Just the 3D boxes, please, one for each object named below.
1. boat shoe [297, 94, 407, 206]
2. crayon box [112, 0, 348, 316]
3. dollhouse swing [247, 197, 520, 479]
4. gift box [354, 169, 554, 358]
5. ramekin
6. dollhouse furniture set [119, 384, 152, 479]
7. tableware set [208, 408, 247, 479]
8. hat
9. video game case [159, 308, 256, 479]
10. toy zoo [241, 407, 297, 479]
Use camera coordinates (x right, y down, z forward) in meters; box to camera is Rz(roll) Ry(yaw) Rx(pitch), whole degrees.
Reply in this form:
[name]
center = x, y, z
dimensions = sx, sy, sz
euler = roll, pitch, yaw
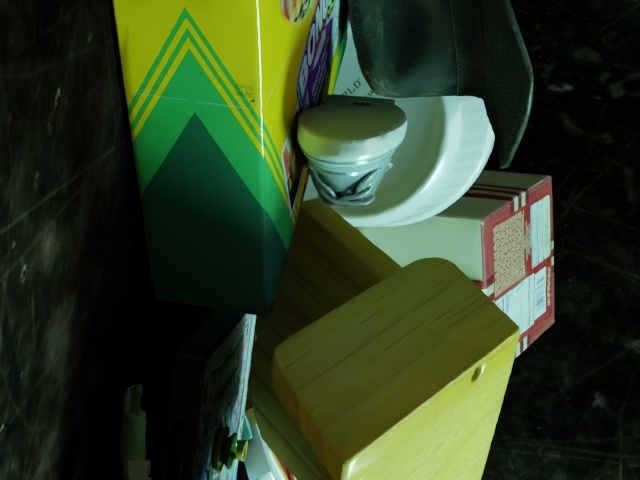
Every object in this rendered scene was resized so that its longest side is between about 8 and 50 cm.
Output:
[boat shoe]
center = 0.027, -0.066, 0.913
dimensions = 0.227, 0.079, 0.081
euler = -65, 158, -76
[crayon box]
center = -0.049, -0.180, 0.918
dimensions = 0.313, 0.106, 0.363
euler = 93, 8, -47
[dollhouse swing]
center = -0.031, 0.177, 1.010
dimensions = 0.315, 0.305, 0.346
euler = -28, 138, -44
[gift box]
center = 0.162, 0.036, 1.575
dimensions = 0.276, 0.258, 0.255
euler = -22, 114, -55
[ramekin]
center = 0.050, -0.137, 1.261
dimensions = 0.127, 0.273, 0.272
euler = -37, 136, -66
[dollhouse furniture set]
center = -0.153, 0.168, 0.847
dimensions = 0.151, 0.059, 0.076
euler = -125, -147, -70
[tableware set]
center = -0.099, 0.254, 1.163
dimensions = 0.154, 0.024, 0.104
euler = -75, 171, -48
[hat]
center = 0.089, -0.218, 1.049
dimensions = 0.331, 0.134, 0.331
euler = -11, 90, -90
[video game case]
center = -0.116, 0.199, 1.197
dimensions = 0.275, 0.035, 0.248
euler = -55, 153, -78
[toy zoo]
center = -0.039, 0.330, 1.452
dimensions = 0.293, 0.030, 0.192
euler = 64, 0, -17
